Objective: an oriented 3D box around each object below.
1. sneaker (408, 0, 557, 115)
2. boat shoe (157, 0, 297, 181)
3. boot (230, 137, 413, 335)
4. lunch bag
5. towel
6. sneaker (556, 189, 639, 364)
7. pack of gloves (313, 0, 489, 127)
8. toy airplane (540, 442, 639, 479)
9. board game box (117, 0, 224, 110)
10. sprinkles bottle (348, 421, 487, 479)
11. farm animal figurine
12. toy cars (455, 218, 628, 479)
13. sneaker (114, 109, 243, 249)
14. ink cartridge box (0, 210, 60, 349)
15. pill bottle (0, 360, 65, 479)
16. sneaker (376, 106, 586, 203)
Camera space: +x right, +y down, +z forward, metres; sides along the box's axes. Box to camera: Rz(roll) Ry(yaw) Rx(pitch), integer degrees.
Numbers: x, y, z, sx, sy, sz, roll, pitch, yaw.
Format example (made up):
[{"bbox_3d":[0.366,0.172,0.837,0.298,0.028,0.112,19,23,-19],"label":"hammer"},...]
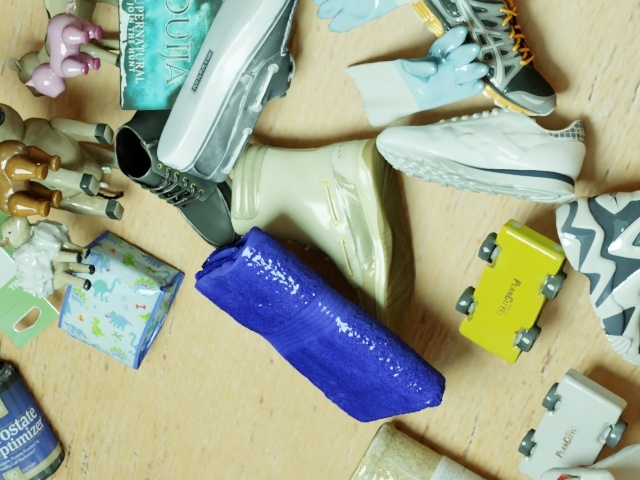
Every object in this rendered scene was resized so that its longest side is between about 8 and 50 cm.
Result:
[{"bbox_3d":[0.187,-0.224,1.492,0.215,0.084,0.083,46,118,-3],"label":"sneaker"},{"bbox_3d":[-0.080,-0.204,1.593,0.102,0.108,0.301,22,104,-27],"label":"boat shoe"},{"bbox_3d":[0.000,0.000,1.673,0.203,0.095,0.262,1,118,24],"label":"boot"},{"bbox_3d":[-0.272,0.085,1.827,0.129,0.096,0.151,28,113,7],"label":"lunch bag"},{"bbox_3d":[-0.009,0.113,1.665,0.308,0.076,0.227,38,162,-8],"label":"towel"},{"bbox_3d":[0.377,0.033,1.532,0.153,0.094,0.235,-21,113,21],"label":"sneaker"},{"bbox_3d":[0.073,-0.224,1.502,0.232,0.046,0.195,-13,109,55],"label":"pack of gloves"},{"bbox_3d":[0.356,0.432,1.568,0.386,0.384,0.272,18,152,0],"label":"toy airplane"},{"bbox_3d":[-0.178,-0.246,1.627,0.126,0.026,0.186,-3,119,-11],"label":"board game box"},{"bbox_3d":[0.206,0.370,1.757,0.355,0.121,0.121,30,122,6],"label":"sprinkles bottle"},{"bbox_3d":[-0.340,-0.140,1.675,0.172,0.330,0.327,11,147,14],"label":"farm animal figurine"},{"bbox_3d":[0.276,0.137,1.635,0.176,0.087,0.393,-6,117,41],"label":"toy cars"},{"bbox_3d":[-0.180,-0.064,1.699,0.083,0.118,0.222,-24,104,30],"label":"sneaker"},{"bbox_3d":[-0.445,0.037,1.893,0.109,0.062,0.209,-37,97,32],"label":"ink cartridge box"},{"bbox_3d":[-0.473,0.254,1.978,0.123,0.123,0.219,-18,107,29],"label":"pill bottle"},{"bbox_3d":[0.181,-0.107,1.551,0.235,0.090,0.095,11,83,10],"label":"sneaker"}]
